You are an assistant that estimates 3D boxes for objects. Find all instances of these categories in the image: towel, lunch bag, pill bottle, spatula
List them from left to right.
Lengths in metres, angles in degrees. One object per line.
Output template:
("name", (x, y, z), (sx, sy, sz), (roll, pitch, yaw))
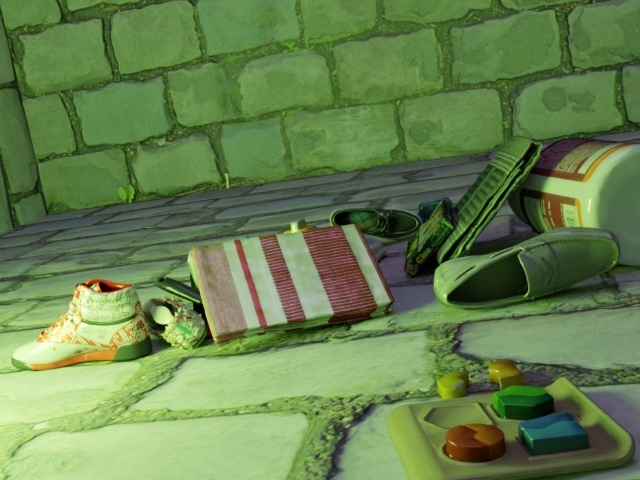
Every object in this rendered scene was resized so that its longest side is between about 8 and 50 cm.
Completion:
("spatula", (-0.199, 0.109, 1.578), (0.296, 0.030, 0.084), (13, 40, 35))
("towel", (-0.054, 0.071, 1.554), (0.329, 0.037, 0.237), (-9, 43, -14))
("lunch bag", (0.297, -0.071, 2.221), (0.098, 0.067, 0.065), (-10, 10, 4))
("towel", (0.341, -0.079, 1.781), (0.312, 0.056, 0.324), (-53, 1, 10))
("pill bottle", (0.534, -0.089, 1.698), (0.224, 0.224, 0.392), (-12, 11, -10))

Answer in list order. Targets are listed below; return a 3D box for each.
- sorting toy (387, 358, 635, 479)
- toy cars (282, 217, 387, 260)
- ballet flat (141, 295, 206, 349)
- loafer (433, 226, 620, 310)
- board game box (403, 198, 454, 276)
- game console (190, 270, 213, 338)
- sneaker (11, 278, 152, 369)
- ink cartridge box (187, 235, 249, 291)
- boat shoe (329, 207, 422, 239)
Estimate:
("sorting toy", (0.194, 0.198, 1.001), (0.229, 0.041, 0.307), (-10, 11, -4))
("toy cars", (0.000, 0.000, 2.064), (0.176, 0.087, 0.393), (-16, 13, -27))
("ballet flat", (-0.287, 0.138, 1.585), (0.077, 0.091, 0.241), (36, -16, -30))
("loafer", (0.351, 0.056, 1.447), (0.319, 0.112, 0.111), (-16, 15, 6))
("board game box", (0.234, -0.010, 1.851), (0.030, 0.136, 0.260), (35, 14, -1))
("game console", (-0.092, 0.084, 1.747), (0.342, 0.060, 0.386), (-17, 17, -5))
("sneaker", (-0.441, 0.147, 1.547), (0.270, 0.145, 0.090), (-7, 11, 13))
("ink cartridge box", (-0.188, 0.052, 1.676), (0.122, 0.088, 0.052), (-15, 18, 0))
("boat shoe", (0.136, -0.047, 2.100), (0.228, 0.080, 0.076), (8, 0, 3))
